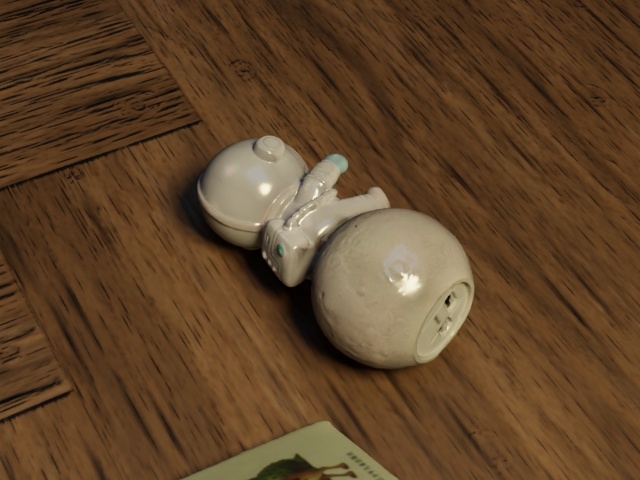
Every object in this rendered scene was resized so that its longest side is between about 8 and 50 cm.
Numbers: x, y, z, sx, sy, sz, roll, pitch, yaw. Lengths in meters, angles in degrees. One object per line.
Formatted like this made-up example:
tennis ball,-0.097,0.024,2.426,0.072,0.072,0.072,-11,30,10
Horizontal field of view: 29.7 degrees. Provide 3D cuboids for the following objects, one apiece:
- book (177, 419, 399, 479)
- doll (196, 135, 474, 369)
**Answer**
book,-0.089,0.255,0.849,0.370,0.043,0.260,-21,26,-23
doll,0.000,0.000,1.090,0.287,0.151,0.151,34,55,27
